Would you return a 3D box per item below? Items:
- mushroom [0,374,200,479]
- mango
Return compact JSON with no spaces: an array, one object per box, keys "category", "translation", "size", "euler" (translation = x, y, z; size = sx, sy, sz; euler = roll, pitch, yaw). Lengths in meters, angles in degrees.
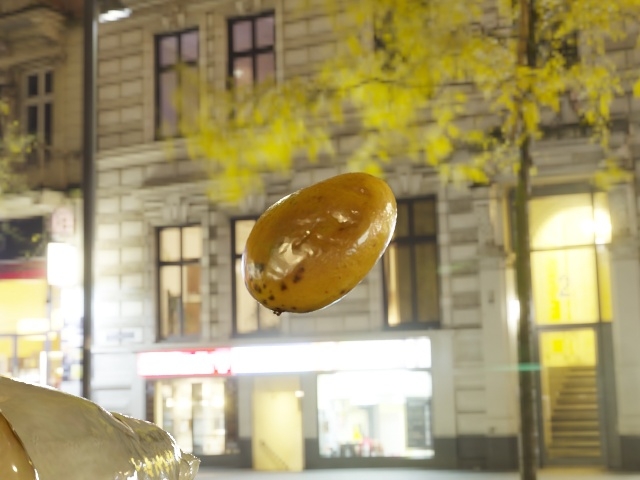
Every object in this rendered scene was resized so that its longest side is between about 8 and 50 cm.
[{"category":"mushroom","translation":[-0.153,0.133,0.503],"size":[0.154,0.138,0.407],"euler":[24,-10,0]},{"category":"mango","translation":[0.000,0.000,0.663],"size":[0.114,0.079,0.057],"euler":[-41,-30,-8]}]
